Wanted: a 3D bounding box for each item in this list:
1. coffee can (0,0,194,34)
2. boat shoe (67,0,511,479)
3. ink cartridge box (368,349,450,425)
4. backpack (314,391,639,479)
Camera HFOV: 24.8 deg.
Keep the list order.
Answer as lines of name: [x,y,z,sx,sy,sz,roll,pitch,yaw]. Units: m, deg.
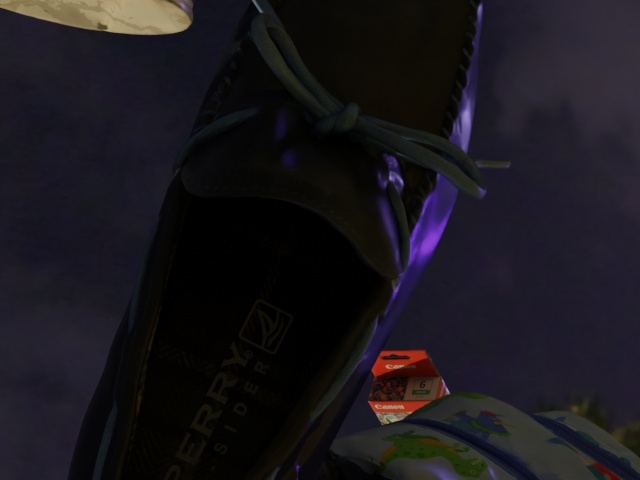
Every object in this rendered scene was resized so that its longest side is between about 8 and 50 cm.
coffee can: [-0.164,-0.310,1.062,0.201,0.202,0.275,16,-98,-47]
boat shoe: [0.000,0.000,0.451,0.109,0.089,0.258,17,-104,-3]
ink cartridge box: [0.078,0.138,1.243,0.115,0.063,0.029,61,-144,-42]
backpack: [0.113,0.243,0.751,0.273,0.355,0.290,-31,-34,-45]
